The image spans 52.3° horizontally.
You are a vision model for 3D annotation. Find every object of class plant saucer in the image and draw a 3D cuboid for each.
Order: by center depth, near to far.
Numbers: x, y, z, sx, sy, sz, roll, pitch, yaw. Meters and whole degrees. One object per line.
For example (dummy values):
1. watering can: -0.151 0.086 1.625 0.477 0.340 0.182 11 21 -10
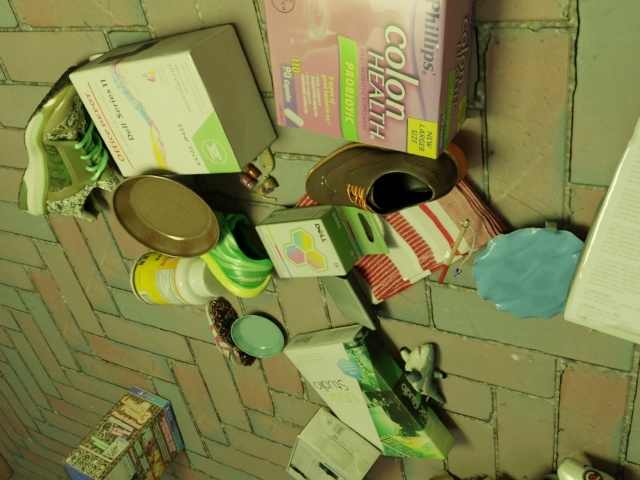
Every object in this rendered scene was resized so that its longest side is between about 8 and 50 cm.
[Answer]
1. plant saucer: -0.269 -0.048 1.154 0.199 0.036 0.198 8 137 8
2. plant saucer: -0.135 0.204 1.421 0.119 0.021 0.119 7 123 11

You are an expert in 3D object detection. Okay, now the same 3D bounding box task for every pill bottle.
1. pill bottle: -0.291 0.077 1.368 0.215 0.117 0.117 -4 122 37

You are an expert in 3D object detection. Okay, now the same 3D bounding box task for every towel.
1. towel: 0.105 -0.031 1.060 0.237 0.037 0.329 47 138 -7

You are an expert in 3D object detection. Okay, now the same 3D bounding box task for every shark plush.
1. shark plush: 0.206 0.264 1.230 0.067 0.073 0.161 -21 110 11

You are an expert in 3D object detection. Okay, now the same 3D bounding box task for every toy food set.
1. toy food set: -0.114 -0.119 1.149 0.078 0.019 0.122 13 132 26

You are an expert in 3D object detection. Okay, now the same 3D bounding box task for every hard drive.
1. hard drive: 0.049 0.099 1.185 0.094 0.022 0.135 19 147 49

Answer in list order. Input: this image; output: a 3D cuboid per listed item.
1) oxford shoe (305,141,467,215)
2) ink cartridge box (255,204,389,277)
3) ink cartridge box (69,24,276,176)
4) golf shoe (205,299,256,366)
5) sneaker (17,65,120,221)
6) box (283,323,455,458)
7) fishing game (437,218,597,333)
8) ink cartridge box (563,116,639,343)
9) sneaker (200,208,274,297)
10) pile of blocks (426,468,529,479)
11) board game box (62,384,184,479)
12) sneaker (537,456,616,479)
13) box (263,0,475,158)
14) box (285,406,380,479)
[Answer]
1. oxford shoe: 0.069 -0.085 0.940 0.271 0.098 0.096 -7 119 42
2. ink cartridge box: 0.000 0.000 1.096 0.209 0.062 0.109 -4 120 40
3. ink cartridge box: -0.273 -0.222 1.098 0.354 0.119 0.207 2 127 35
4. golf shoe: -0.219 0.212 1.470 0.086 0.067 0.186 -1 125 37
5. sneaker: -0.477 -0.175 1.299 0.182 0.158 0.410 22 141 -13
6. box: 0.095 0.314 1.327 0.322 0.058 0.232 51 143 -15
7. fishing game: 0.317 0.044 0.959 0.264 0.041 0.189 16 134 4
8. ink cartridge box: 0.498 -0.031 0.763 0.308 0.091 0.384 18 116 18
9. sneaker: -0.200 -0.021 1.252 0.295 0.109 0.123 41 110 4
10. pile of blocks: 0.302 0.551 1.287 0.362 0.113 0.148 -32 80 61
11. board game box: -0.559 0.616 1.887 0.141 0.291 0.232 16 132 25
12. sneaker: 0.470 0.511 1.225 0.146 0.122 0.330 35 142 32
13. box: 0.063 -0.246 0.844 0.243 0.117 0.213 16 133 23
14. box: 0.022 0.511 1.496 0.169 0.087 0.290 35 148 13
